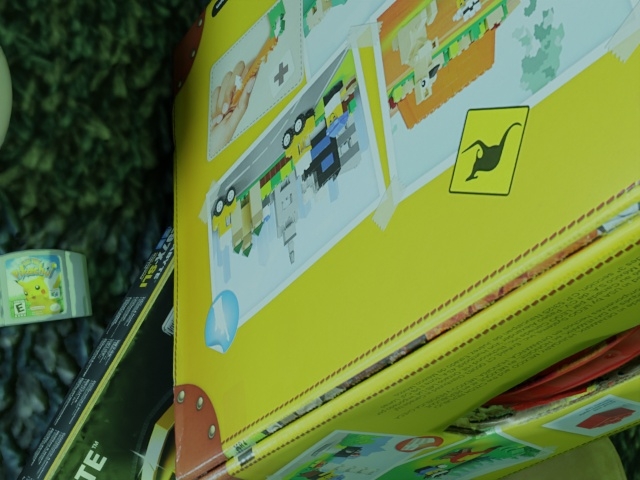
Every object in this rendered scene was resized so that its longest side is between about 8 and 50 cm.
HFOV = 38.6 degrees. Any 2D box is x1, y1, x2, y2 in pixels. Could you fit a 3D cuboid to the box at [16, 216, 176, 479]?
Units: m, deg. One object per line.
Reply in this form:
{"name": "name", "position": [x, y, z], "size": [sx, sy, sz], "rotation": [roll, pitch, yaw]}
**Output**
{"name": "box", "position": [-0.077, 0.177, 0.712], "size": [0.257, 0.079, 0.322], "rotation": [37, 70, -23]}

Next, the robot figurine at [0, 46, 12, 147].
{"name": "robot figurine", "position": [-0.327, -0.115, 0.548], "size": [0.278, 0.173, 0.209], "rotation": [34, 83, -22]}

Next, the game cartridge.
{"name": "game cartridge", "position": [-0.215, 0.034, 0.683], "size": [0.083, 0.017, 0.056], "rotation": [-6, 85, -29]}

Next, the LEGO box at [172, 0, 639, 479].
{"name": "LEGO box", "position": [0.111, -0.091, 0.529], "size": [0.193, 0.500, 0.372], "rotation": [16, 53, -32]}

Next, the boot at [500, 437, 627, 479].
{"name": "boot", "position": [0.188, 0.321, 0.839], "size": [0.269, 0.089, 0.236], "rotation": [-16, 94, -30]}
